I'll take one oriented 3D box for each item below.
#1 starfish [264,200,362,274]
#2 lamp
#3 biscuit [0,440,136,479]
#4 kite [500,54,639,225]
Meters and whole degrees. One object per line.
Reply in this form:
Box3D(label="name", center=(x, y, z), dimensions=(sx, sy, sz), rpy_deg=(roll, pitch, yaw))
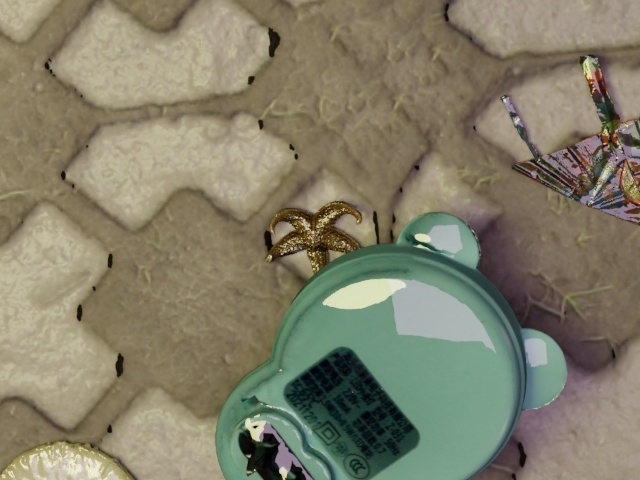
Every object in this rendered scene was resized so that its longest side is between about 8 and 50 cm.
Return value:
Box3D(label="starfish", center=(0.000, 0.000, 1.596), dimensions=(0.091, 0.028, 0.078), rpy_deg=(25, 103, -5))
Box3D(label="lamp", center=(0.043, 0.123, 1.549), dimensions=(0.284, 0.147, 0.209), rpy_deg=(-38, 93, -3))
Box3D(label="biscuit", center=(-0.221, 0.247, 1.634), dimensions=(0.152, 0.020, 0.152), rpy_deg=(0, 97, 2))
Box3D(label="kite", center=(0.251, -0.083, 1.590), dimensions=(0.183, 0.010, 0.160), rpy_deg=(-22, 100, 7))
